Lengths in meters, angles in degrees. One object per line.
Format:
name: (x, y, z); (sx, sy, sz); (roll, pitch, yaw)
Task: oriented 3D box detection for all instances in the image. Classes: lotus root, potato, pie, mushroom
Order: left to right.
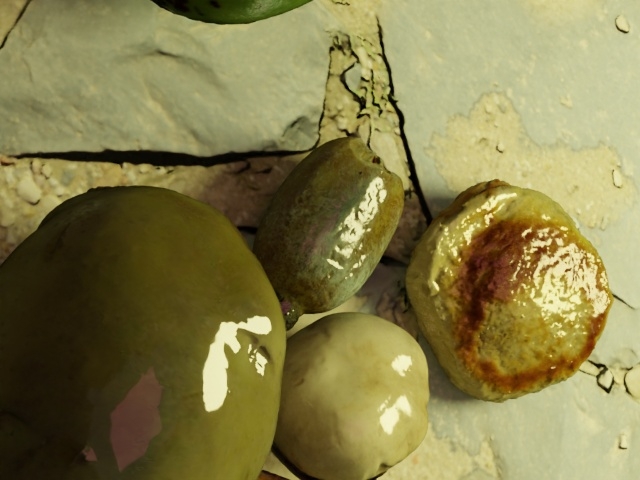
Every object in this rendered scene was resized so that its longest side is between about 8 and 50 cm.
potato: (-0.155, 0.115, 0.802); (0.243, 0.221, 0.326); (20, 70, 28)
lotus root: (0.000, 0.000, 0.954); (0.113, 0.088, 0.192); (39, 71, -18)
mushroom: (0.024, 0.138, 0.932); (0.154, 0.122, 0.154); (-4, 54, 5)
pie: (0.177, 0.046, 1.014); (0.179, 0.084, 0.205); (-26, 95, -22)

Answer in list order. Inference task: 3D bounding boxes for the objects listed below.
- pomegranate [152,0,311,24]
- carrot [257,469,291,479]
pomegranate: (-0.088, -0.300, 0.888); (0.270, 0.254, 0.254); (-2, 83, 2)
carrot: (-0.022, 0.245, 0.915); (0.193, 0.087, 0.087); (24, 75, -19)
